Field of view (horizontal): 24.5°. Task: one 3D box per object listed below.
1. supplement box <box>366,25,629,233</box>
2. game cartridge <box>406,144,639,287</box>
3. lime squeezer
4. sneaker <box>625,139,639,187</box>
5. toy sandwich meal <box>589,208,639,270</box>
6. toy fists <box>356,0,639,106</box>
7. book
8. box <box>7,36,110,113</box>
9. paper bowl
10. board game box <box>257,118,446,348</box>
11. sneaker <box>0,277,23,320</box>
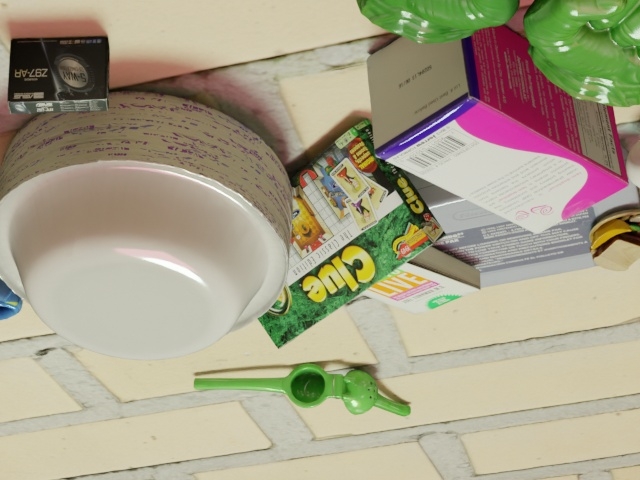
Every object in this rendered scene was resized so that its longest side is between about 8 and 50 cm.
[{"bbox_3d":[0.159,-0.104,1.304,0.220,0.114,0.111,25,139,-38],"label":"supplement box"},{"bbox_3d":[0.182,-0.019,1.517,0.294,0.060,0.196,-11,153,12],"label":"game cartridge"},{"bbox_3d":[0.001,0.187,1.873,0.310,0.058,0.110,9,178,-25],"label":"lime squeezer"},{"bbox_3d":[0.376,-0.122,1.346,0.235,0.090,0.095,-27,130,29],"label":"sneaker"},{"bbox_3d":[0.308,-0.001,1.483,0.086,0.029,0.085,-3,150,-2],"label":"toy sandwich meal"},{"bbox_3d":[0.157,-0.194,1.112,0.279,0.096,0.142,20,145,1],"label":"toy fists"},{"bbox_3d":[0.082,0.035,1.522,0.144,0.035,0.096,21,146,-38],"label":"book"},{"bbox_3d":[-0.220,-0.140,1.243,0.083,0.067,0.018,-1,150,-3],"label":"box"},{"bbox_3d":[-0.170,0.006,1.384,0.284,0.148,0.284,2,143,1],"label":"paper bowl"},{"bbox_3d":[0.000,0.000,1.462,0.260,0.136,0.030,-38,178,44],"label":"board game box"},{"bbox_3d":[-0.404,0.041,1.478,0.240,0.126,0.091,-6,150,3],"label":"sneaker"}]
